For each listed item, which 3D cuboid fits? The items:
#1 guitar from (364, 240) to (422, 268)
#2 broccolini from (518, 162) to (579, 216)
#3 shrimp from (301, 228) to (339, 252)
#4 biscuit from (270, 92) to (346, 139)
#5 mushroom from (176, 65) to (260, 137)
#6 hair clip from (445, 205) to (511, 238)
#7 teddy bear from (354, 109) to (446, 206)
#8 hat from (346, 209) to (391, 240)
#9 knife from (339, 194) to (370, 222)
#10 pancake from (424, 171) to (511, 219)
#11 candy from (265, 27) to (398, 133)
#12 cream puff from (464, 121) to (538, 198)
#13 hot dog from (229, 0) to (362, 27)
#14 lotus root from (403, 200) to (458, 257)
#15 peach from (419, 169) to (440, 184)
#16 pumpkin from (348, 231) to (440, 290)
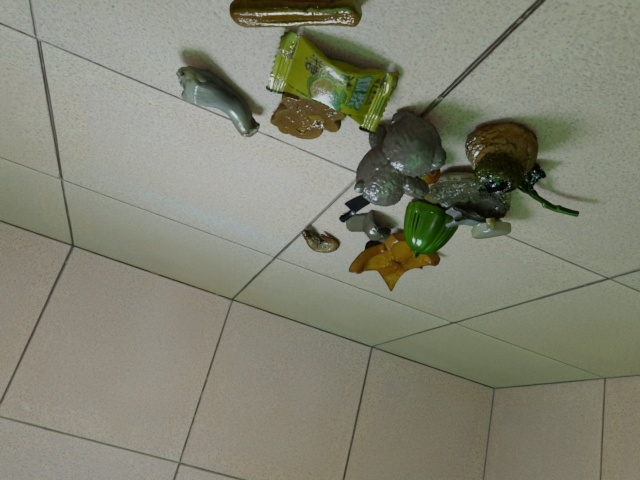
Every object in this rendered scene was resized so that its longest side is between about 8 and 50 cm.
[{"bbox_3d":[0.296,0.068,2.236,0.271,0.083,0.038,18,162,-24],"label":"guitar"},{"bbox_3d":[0.629,-0.141,1.543,0.272,0.062,0.123,27,170,-14],"label":"broccolini"},{"bbox_3d":[-0.001,0.004,2.281,0.133,0.053,0.236,6,159,25],"label":"shrimp"},{"bbox_3d":[-0.035,-0.343,1.520,0.184,0.035,0.249,26,156,-22],"label":"biscuit"},{"bbox_3d":[-0.270,-0.378,1.515,0.099,0.096,0.278,-6,154,43],"label":"mushroom"},{"bbox_3d":[0.497,-0.052,1.718,0.219,0.071,0.159,10,166,-17],"label":"hair clip"},{"bbox_3d":[0.205,-0.211,1.481,0.267,0.236,0.151,-47,164,31],"label":"teddy bear"},{"bbox_3d":[0.171,-0.034,2.044,0.175,0.084,0.147,-7,149,42],"label":"hat"},{"bbox_3d":[0.119,-0.120,1.959,0.060,0.028,0.230,37,150,-10],"label":"knife"},{"bbox_3d":[0.447,-0.130,1.692,0.283,0.048,0.282,10,160,4],"label":"pancake"},{"bbox_3d":[0.027,-0.374,1.338,0.297,0.081,0.187,17,139,-9],"label":"candy"},{"bbox_3d":[0.450,-0.186,1.412,0.184,0.168,0.183,11,157,5],"label":"cream puff"},{"bbox_3d":[-0.053,-0.483,1.172,0.286,0.061,0.088,8,160,12],"label":"hot dog"},{"bbox_3d":[0.340,-0.018,1.820,0.186,0.186,0.186,13,157,5],"label":"lotus root"},{"bbox_3d":[0.288,-0.203,1.578,0.101,0.100,0.100,13,157,5],"label":"peach"},{"bbox_3d":[0.279,0.075,2.117,0.258,0.095,0.290,-37,138,21],"label":"pumpkin"}]
